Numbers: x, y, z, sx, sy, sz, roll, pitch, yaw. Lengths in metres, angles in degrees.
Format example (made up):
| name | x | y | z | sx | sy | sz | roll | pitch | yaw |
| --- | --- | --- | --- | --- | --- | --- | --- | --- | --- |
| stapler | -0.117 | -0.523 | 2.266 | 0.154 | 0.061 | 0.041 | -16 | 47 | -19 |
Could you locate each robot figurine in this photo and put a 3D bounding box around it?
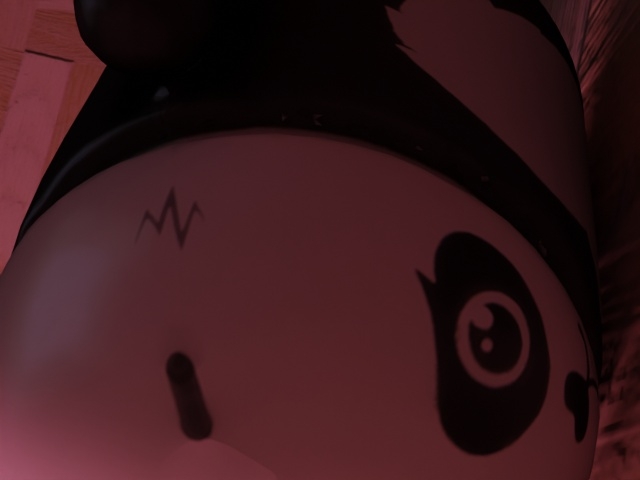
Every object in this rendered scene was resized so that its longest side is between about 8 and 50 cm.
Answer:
| name | x | y | z | sx | sy | sz | roll | pitch | yaw |
| --- | --- | --- | --- | --- | --- | --- | --- | --- | --- |
| robot figurine | 0.003 | 0.001 | 0.437 | 0.173 | 0.209 | 0.278 | -57 | 12 | 33 |
